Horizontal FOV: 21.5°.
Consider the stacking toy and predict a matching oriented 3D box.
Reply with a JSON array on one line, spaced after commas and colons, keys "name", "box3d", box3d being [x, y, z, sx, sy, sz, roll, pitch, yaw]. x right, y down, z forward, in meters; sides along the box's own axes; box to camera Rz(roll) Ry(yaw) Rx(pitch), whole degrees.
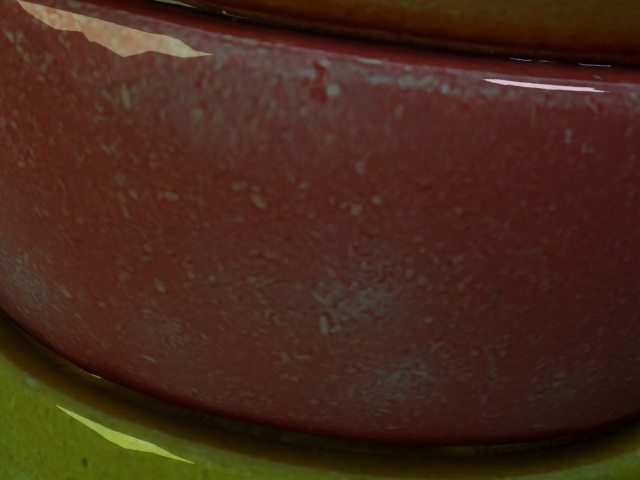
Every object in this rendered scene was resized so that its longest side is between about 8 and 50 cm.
[{"name": "stacking toy", "box3d": [0.000, 0.000, 0.454, 0.350, 0.351, 0.479, 32, 118, 50]}]
